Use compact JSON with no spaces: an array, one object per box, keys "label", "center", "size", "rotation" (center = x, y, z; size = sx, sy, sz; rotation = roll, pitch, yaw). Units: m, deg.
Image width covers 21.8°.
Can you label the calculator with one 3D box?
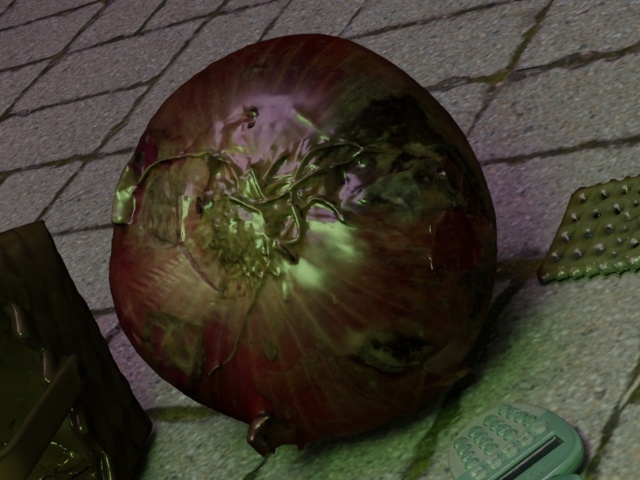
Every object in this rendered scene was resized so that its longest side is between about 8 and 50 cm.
[{"label":"calculator","center":[0.149,0.166,1.252],"size":[0.095,0.021,0.153],"rotation":[-36,27,-7]}]

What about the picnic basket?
[{"label":"picnic basket","center":[-0.313,0.167,1.440],"size":[0.254,0.291,0.321],"rotation":[-21,17,19]}]

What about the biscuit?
[{"label":"biscuit","center":[0.288,-0.020,1.425],"size":[0.203,0.016,0.144],"rotation":[-11,34,38]}]

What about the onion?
[{"label":"onion","center":[-0.018,0.007,1.389],"size":[0.353,0.353,0.353],"rotation":[-25,28,14]}]
